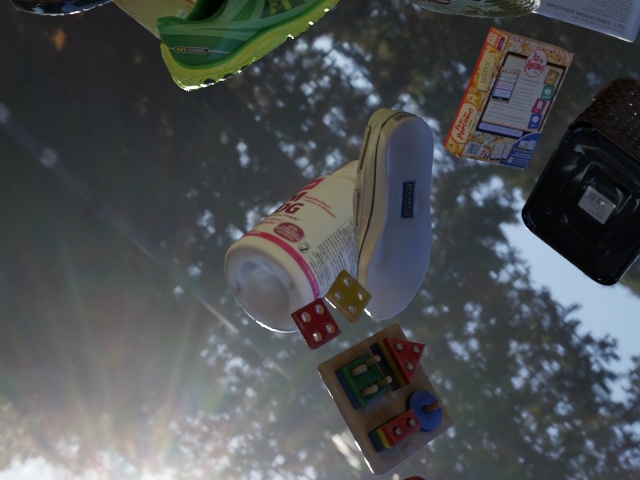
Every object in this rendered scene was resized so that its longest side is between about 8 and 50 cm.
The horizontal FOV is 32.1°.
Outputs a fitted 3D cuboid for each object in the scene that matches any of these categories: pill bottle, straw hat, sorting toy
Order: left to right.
[{"bbox_3d":[0.000,0.000,1.693,0.160,0.160,0.283,-21,-165,49],"label":"pill bottle"},{"bbox_3d":[0.078,0.156,1.205,0.132,0.275,0.046,-23,172,-44],"label":"sorting toy"},{"bbox_3d":[0.154,-0.275,1.126,0.144,0.144,0.061,-2,-103,61],"label":"straw hat"}]

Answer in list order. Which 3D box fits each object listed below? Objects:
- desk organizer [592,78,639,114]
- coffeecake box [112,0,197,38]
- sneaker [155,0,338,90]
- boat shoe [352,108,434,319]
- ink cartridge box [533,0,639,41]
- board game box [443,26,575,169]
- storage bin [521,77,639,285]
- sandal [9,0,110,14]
[{"bbox_3d":[0.476,-0.208,1.671,0.050,0.130,0.047,48,-60,55],"label":"desk organizer"},{"bbox_3d":[-0.163,-0.333,1.481,0.068,0.142,0.185,-54,177,42],"label":"coffeecake box"},{"bbox_3d":[-0.074,-0.301,1.366,0.295,0.123,0.109,-39,-158,-23],"label":"sneaker"},{"bbox_3d":[0.083,-0.034,1.363,0.084,0.095,0.258,34,-61,57],"label":"boat shoe"},{"bbox_3d":[0.290,-0.372,1.199,0.311,0.185,0.065,90,26,-53],"label":"ink cartridge box"},{"bbox_3d":[0.285,-0.210,1.678,0.045,0.146,0.194,42,-63,48],"label":"board game box"},{"bbox_3d":[0.290,-0.054,1.097,0.084,0.122,0.180,-41,163,-30],"label":"storage bin"},{"bbox_3d":[-0.179,-0.380,1.230,0.445,0.107,0.168,-15,-129,21],"label":"sandal"}]
